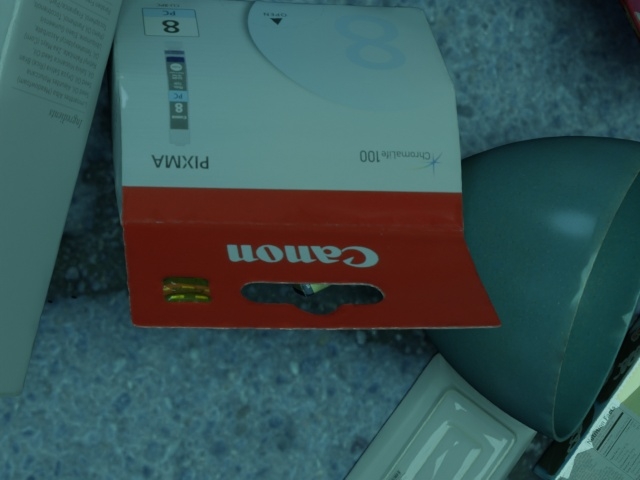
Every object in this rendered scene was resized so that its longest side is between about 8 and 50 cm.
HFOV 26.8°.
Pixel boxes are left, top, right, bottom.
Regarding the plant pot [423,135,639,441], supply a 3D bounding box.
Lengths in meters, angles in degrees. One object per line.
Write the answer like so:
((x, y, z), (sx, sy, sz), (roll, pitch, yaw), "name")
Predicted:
((0.190, 0.022, 1.289), (0.195, 0.290, 0.290), (20, 89, 22), "plant pot")

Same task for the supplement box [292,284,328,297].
((0.000, 0.000, 1.332), (0.083, 0.056, 0.083), (-26, 98, -10), "supplement box")

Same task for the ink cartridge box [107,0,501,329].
((-0.024, -0.081, 1.173), (0.308, 0.385, 0.091), (1, 128, -13), "ink cartridge box")

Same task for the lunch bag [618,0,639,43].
((0.333, -0.301, 1.301), (0.120, 0.258, 0.293), (-21, 115, 19), "lunch bag")

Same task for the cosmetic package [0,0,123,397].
((-0.335, -0.110, 1.156), (0.230, 0.161, 0.453), (14, 90, 19), "cosmetic package")

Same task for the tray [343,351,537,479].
((0.102, 0.263, 1.383), (0.145, 0.030, 0.270), (37, 85, -11), "tray")

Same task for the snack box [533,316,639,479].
((0.394, 0.170, 1.426), (0.187, 0.060, 0.322), (37, 85, -12), "snack box")
